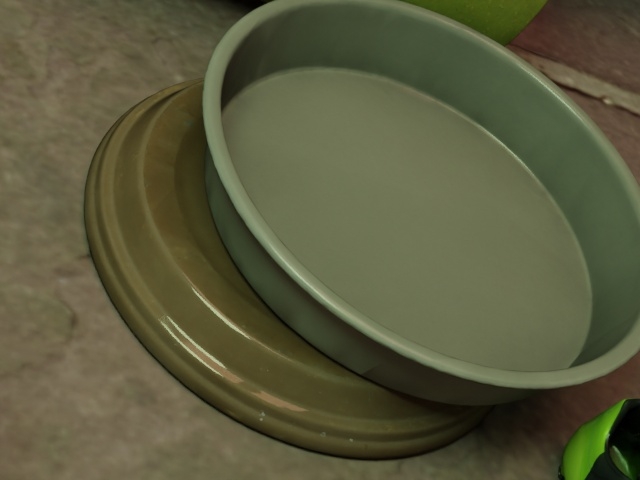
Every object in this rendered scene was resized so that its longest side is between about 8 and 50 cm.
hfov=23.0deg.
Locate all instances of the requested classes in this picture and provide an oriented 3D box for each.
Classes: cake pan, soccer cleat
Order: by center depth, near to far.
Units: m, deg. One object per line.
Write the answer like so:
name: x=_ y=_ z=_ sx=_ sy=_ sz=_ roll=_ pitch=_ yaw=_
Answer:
soccer cleat: x=0.177 y=0.167 z=0.838 sx=0.060 sy=0.072 sz=0.179 roll=7 pitch=48 yaw=-27
cake pan: x=0.060 y=-0.023 z=0.902 sx=0.293 sy=0.054 sz=0.293 roll=17 pitch=44 yaw=-17

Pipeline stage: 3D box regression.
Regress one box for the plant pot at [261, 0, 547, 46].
plant pot: x=0.020 y=-0.252 z=1.029 sx=0.293 sy=0.275 sz=0.275 roll=36 pitch=38 yaw=-21

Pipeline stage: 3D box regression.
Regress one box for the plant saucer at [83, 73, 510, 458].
plant saucer: x=0.000 y=0.000 z=0.913 sx=0.278 sy=0.041 sz=0.278 roll=18 pitch=44 yaw=-18
